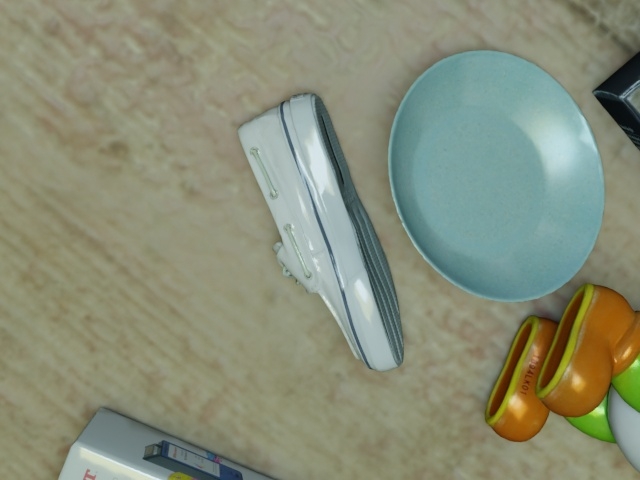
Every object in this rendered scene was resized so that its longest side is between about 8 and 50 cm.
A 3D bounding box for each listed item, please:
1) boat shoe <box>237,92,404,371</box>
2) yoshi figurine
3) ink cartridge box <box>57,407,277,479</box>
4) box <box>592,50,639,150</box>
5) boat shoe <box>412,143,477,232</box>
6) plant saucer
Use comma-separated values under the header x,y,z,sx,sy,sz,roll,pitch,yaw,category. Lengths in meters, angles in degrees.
x,y,z,sx,sy,sz,roll,pitch,yaw,category
0.000,0.000,0.887,0.076,0.083,0.226,-19,87,17,boat shoe
0.309,0.190,0.854,0.362,0.203,0.203,25,115,-5,yoshi figurine
-0.121,0.253,0.917,0.212,0.093,0.154,24,100,0,ink cartridge box
0.333,-0.083,0.838,0.153,0.108,0.207,-40,95,8,box
0.101,-0.028,0.887,0.038,0.046,0.125,-25,100,6,boat shoe
0.129,-0.047,0.859,0.195,0.037,0.195,5,78,-25,plant saucer
